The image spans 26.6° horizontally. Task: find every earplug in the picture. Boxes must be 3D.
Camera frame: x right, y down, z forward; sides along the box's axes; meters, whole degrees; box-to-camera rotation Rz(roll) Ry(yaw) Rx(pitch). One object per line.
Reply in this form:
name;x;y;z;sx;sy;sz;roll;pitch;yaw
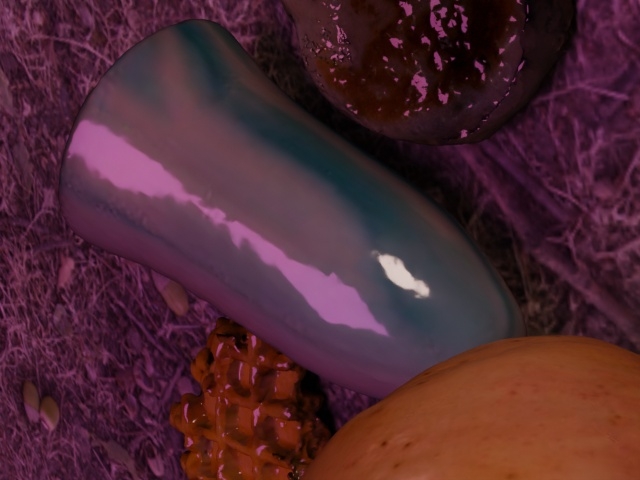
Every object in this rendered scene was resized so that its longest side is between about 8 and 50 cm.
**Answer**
earplug;0.000;0.000;0.914;0.324;0.185;0.185;33;127;25

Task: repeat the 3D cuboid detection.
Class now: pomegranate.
pomegranate;0.136;0.191;0.629;0.338;0.338;0.338;19;118;41

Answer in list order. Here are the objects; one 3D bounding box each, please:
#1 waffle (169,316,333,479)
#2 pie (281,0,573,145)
waffle;-0.022;0.192;1.072;0.260;0.069;0.293;-43;72;45
pie;0.057;-0.172;0.859;0.241;0.054;0.240;21;122;39
